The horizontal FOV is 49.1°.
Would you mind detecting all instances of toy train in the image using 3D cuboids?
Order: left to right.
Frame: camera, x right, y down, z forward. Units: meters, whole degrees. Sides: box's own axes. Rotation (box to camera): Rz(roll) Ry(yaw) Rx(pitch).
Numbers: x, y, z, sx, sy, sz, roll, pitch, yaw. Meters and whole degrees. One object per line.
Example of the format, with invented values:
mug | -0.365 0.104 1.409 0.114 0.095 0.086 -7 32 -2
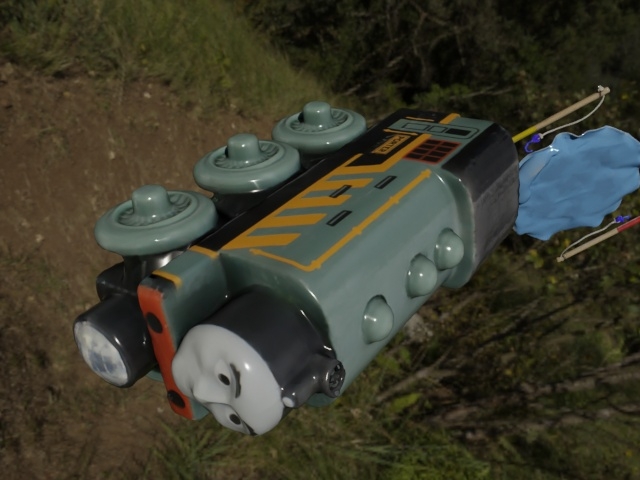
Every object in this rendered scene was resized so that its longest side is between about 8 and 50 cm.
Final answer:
toy train | 0.000 0.000 0.488 0.334 0.190 0.142 -37 129 -43

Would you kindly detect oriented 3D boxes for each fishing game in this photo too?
fishing game | 0.321 -0.073 0.905 0.264 0.189 0.041 44 23 -41
